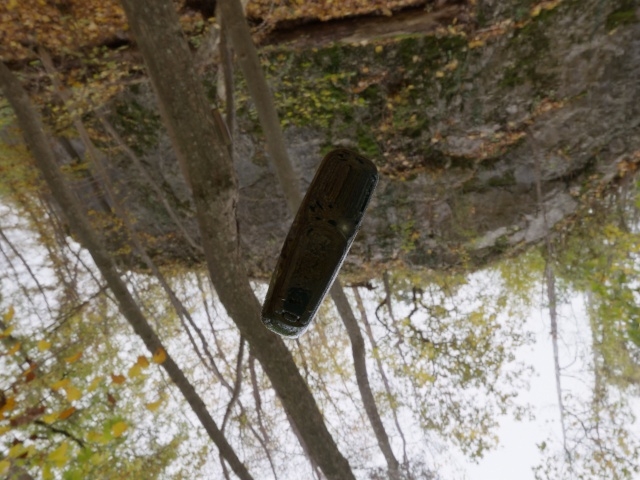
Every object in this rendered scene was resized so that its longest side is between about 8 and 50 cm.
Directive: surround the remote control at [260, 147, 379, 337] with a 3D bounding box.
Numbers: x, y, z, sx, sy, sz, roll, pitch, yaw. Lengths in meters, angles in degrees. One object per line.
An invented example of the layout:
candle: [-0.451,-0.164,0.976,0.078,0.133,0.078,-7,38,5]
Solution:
remote control: [0.000,0.000,0.535,0.222,0.072,0.042,-66,-170,-12]
